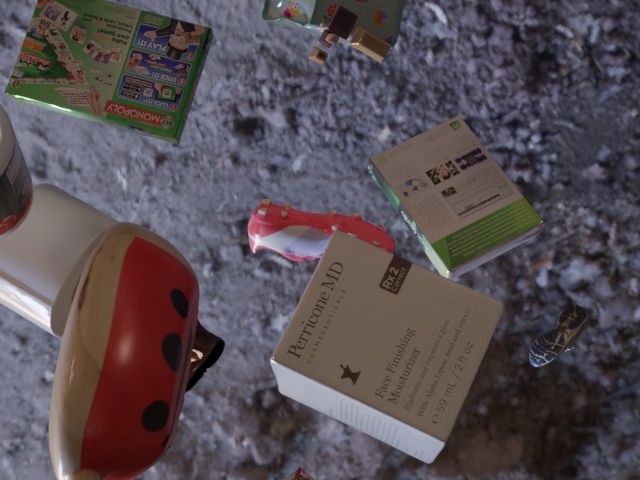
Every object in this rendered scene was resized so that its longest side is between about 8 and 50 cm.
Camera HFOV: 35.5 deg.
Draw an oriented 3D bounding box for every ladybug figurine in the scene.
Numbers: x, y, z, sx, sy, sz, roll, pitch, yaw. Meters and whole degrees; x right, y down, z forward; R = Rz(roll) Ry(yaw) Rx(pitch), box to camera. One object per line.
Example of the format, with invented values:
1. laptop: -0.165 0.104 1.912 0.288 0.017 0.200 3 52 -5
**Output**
1. ladybug figurine: -0.276 0.170 1.462 0.162 0.449 0.305 6 139 -1

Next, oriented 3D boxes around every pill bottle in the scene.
1. pill bottle: -0.529 -0.122 1.463 0.176 0.176 0.318 -8 162 -10

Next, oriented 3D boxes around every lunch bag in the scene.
1. lunch bag: 0.043 -0.482 1.736 0.223 0.160 0.262 6 100 -44

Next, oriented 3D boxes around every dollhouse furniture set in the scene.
1. dollhouse furniture set: 0.040 -0.297 1.555 0.114 0.081 0.091 26 91 -24

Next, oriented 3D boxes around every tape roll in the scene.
1. tape roll: -0.494 0.037 1.873 0.169 0.246 0.246 28 135 10

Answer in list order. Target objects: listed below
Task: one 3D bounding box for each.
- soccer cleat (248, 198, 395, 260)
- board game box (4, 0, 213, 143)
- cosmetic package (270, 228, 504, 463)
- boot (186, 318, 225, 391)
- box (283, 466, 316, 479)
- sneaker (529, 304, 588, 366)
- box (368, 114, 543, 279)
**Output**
1. soccer cleat: 0.000 0.000 1.669 0.248 0.083 0.095 13 123 3
2. board game box: -0.373 -0.314 1.777 0.317 0.213 0.046 16 171 4
3. cosmetic package: 0.065 0.110 1.009 0.184 0.151 0.151 24 162 9
4. boot: -0.318 0.220 1.839 0.248 0.207 0.090 -47 143 -10
5. box: -0.016 0.578 1.596 0.290 0.279 0.177 41 120 -6
6. sneaker: 0.432 0.181 1.790 0.135 0.052 0.058 -45 136 -1
7. box: 0.277 -0.093 2.092 0.232 0.322 0.058 -26 151 -12
